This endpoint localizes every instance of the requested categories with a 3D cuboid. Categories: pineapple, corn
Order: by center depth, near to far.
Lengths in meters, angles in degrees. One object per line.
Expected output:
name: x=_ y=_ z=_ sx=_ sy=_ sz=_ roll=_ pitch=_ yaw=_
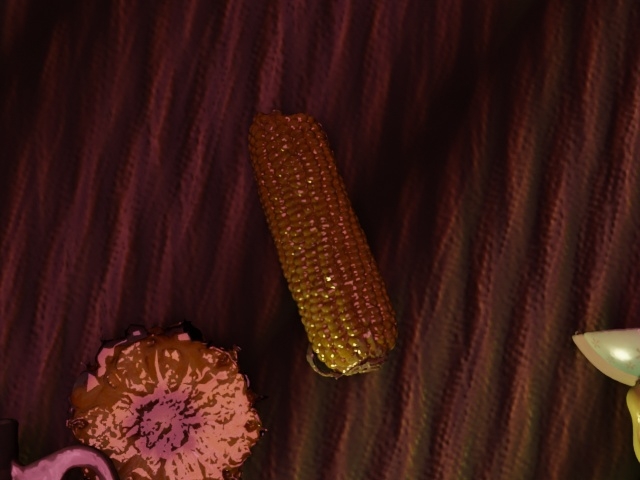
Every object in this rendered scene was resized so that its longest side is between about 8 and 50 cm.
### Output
pineapple: x=-0.159 y=0.186 z=1.825 sx=0.225 sy=0.076 sz=0.225 roll=0 pitch=85 yaw=0
corn: x=0.000 y=0.000 z=1.836 sx=0.106 sy=0.106 sz=0.293 roll=-18 pitch=84 yaw=-3

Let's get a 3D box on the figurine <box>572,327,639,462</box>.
figurine: x=0.302 y=0.244 z=1.791 sx=0.284 sy=0.206 sz=0.315 roll=0 pitch=80 yaw=-7

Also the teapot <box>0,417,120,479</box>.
teapot: x=-0.308 y=0.360 z=1.730 sx=0.300 sy=0.253 sz=0.344 roll=-24 pitch=83 yaw=-2
